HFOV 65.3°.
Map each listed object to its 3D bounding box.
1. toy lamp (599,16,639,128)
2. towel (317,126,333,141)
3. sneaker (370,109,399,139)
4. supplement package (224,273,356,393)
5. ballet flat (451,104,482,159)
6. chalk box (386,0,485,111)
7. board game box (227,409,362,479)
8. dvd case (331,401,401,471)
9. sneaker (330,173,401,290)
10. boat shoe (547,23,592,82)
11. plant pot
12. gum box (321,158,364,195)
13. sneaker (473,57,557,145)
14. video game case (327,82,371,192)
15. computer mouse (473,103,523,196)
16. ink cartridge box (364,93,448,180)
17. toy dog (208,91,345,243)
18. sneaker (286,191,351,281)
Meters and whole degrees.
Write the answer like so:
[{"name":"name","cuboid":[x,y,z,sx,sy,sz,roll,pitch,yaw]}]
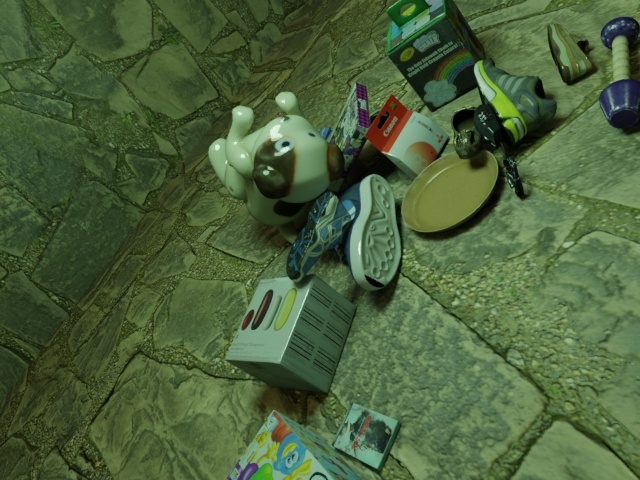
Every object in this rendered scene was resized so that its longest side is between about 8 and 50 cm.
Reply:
[{"name":"toy lamp","cuboid":[0.576,-0.320,0.951,0.080,0.080,0.275,-13,44,44]},{"name":"towel","cuboid":[-0.114,-0.311,1.831,0.336,0.040,0.243,9,63,54]},{"name":"sneaker","cuboid":[0.181,-0.309,1.359,0.104,0.147,0.296,-41,30,15]},{"name":"supplement package","cuboid":[-0.063,0.201,1.086,0.194,0.149,0.203,-11,47,45]},{"name":"ballet flat","cuboid":[0.340,-0.269,1.166,0.084,0.058,0.250,-17,30,27]},{"name":"chalk box","cuboid":[0.293,-0.532,1.329,0.180,0.289,0.179,-25,38,33]},{"name":"board game box","cuboid":[-0.010,0.418,0.782,0.142,0.144,0.275,-54,31,-9]},{"name":"dvd case","cuboid":[0.079,0.343,0.883,0.119,0.013,0.087,2,56,53]},{"name":"sneaker","cuboid":[0.063,0.012,1.186,0.236,0.130,0.323,-34,37,41]},{"name":"boat shoe","cuboid":[0.558,-0.426,1.113,0.072,0.068,0.190,-16,52,24]},{"name":"plant pot","cuboid":[0.288,-0.107,1.110,0.236,0.032,0.236,-32,35,26]},{"name":"gum box","cuboid":[0.029,-0.195,1.499,0.188,0.062,0.107,2,56,52]},{"name":"sneaker","cuboid":[0.433,-0.328,1.128,0.121,0.111,0.300,-21,44,15]},{"name":"video game case","cuboid":[0.072,-0.280,1.352,0.232,0.041,0.210,-88,20,-46]},{"name":"computer mouse","cuboid":[0.363,-0.188,1.033,0.041,0.071,0.242,-17,55,12]},{"name":"ink cartridge box","cuboid":[0.215,-0.255,1.223,0.145,0.179,0.045,-58,21,-16]},{"name":"toy dog","cuboid":[-0.112,-0.182,1.304,0.408,0.284,0.396,169,93,-70]},{"name":"sneaker","cuboid":[0.000,0.000,1.059,0.080,0.081,0.211,-2,55,59]}]
